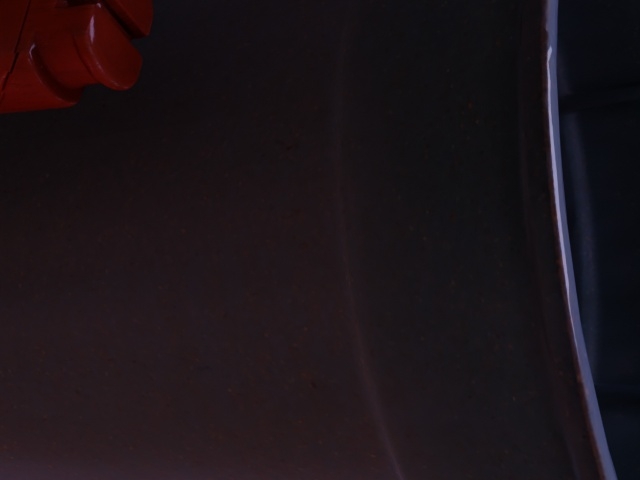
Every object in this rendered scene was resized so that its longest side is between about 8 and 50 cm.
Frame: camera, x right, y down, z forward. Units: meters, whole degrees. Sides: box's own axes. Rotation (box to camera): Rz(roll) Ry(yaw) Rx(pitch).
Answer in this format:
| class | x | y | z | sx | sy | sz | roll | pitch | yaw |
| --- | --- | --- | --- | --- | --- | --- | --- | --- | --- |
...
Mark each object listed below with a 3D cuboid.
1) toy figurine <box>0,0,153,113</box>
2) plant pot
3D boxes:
| class | x | y | z | sx | sy | sz | roll | pitch | yaw |
| --- | --- | --- | --- | --- | --- | --- | --- | --- | --- |
| toy figurine | -0.174 | -0.120 | 0.509 | 0.209 | 0.148 | 0.213 | -40 | 123 | -59 |
| plant pot | 0.000 | 0.000 | 0.704 | 0.341 | 0.334 | 0.341 | 20 | 68 | -62 |
